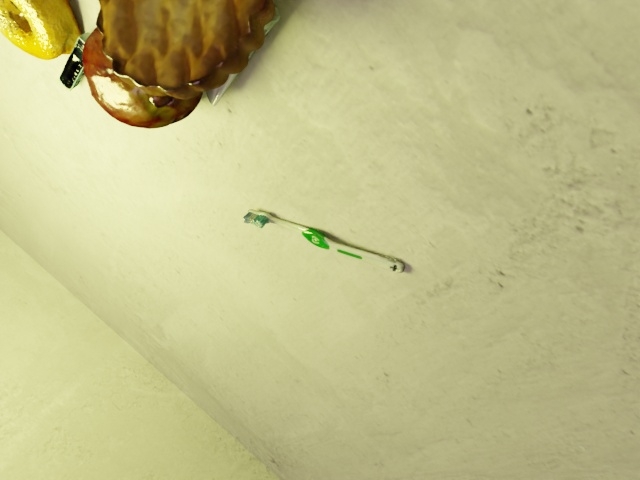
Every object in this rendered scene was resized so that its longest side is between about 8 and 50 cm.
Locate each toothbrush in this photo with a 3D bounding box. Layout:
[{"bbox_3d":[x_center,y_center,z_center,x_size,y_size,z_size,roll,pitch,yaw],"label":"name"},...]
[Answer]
[{"bbox_3d":[0.002,-0.003,1.143,0.418,0.040,0.042,18,136,17],"label":"toothbrush"}]

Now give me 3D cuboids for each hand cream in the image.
[{"bbox_3d":[-0.166,-0.364,0.938,0.255,0.048,0.079,-30,72,45],"label":"hand cream"}]

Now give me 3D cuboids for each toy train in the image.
[{"bbox_3d":[-0.605,-0.440,1.196,0.208,0.047,0.043,-22,116,46],"label":"toy train"}]

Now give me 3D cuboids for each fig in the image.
[{"bbox_3d":[-0.357,-0.336,0.989,0.263,0.224,0.223,22,135,19],"label":"fig"}]

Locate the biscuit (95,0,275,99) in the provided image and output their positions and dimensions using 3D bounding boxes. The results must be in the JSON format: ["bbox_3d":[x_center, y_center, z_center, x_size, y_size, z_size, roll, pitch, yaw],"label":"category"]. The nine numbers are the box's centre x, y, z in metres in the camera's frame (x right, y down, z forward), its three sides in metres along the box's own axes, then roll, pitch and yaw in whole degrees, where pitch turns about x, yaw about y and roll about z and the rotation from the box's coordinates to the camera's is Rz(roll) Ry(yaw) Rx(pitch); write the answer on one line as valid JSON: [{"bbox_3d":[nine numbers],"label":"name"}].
[{"bbox_3d":[-0.223,-0.390,0.817,0.326,0.325,0.107,25,178,16],"label":"biscuit"}]

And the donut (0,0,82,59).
[{"bbox_3d":[-0.682,-0.545,1.124,0.254,0.118,0.253,23,150,14],"label":"donut"}]
